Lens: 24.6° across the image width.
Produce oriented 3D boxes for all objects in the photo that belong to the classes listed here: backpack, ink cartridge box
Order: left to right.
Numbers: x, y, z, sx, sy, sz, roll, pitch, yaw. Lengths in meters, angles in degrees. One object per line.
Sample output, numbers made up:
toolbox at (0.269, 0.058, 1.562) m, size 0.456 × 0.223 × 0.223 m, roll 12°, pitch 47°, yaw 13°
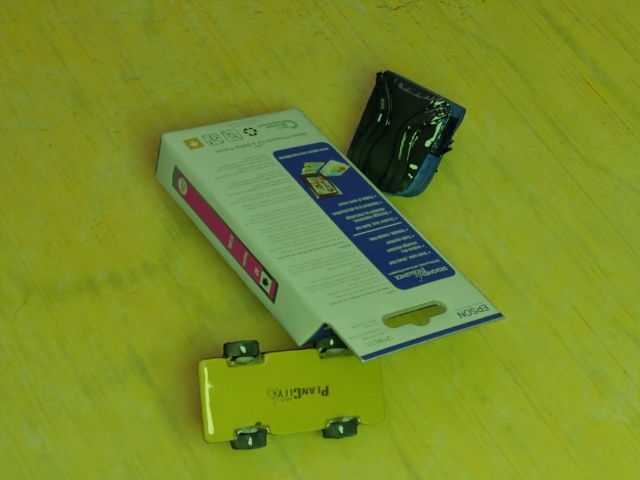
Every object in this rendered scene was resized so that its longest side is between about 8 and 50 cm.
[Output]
ink cartridge box at (0.000, 0.000, 1.461) m, size 0.175 × 0.069 × 0.371 m, roll -14°, pitch 43°, yaw -33°
backpack at (0.093, -0.105, 1.563) m, size 0.098 × 0.101 × 0.120 m, roll 30°, pitch 98°, yaw 25°

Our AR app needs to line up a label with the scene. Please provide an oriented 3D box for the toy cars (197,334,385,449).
toy cars at (-0.103, 0.220, 1.390) m, size 0.176 × 0.087 × 0.394 m, roll 46°, pitch 71°, yaw -11°
